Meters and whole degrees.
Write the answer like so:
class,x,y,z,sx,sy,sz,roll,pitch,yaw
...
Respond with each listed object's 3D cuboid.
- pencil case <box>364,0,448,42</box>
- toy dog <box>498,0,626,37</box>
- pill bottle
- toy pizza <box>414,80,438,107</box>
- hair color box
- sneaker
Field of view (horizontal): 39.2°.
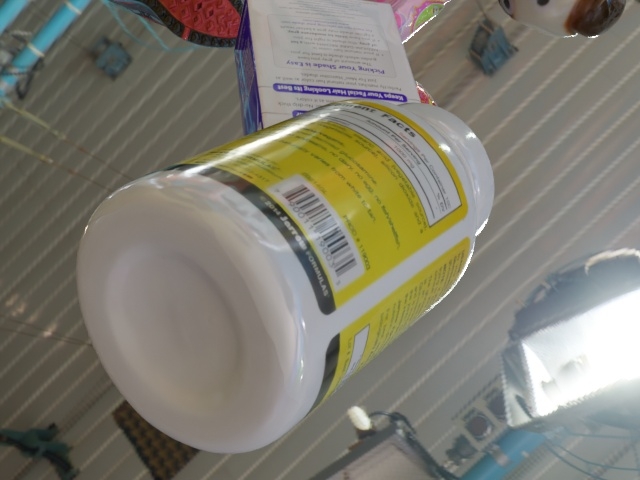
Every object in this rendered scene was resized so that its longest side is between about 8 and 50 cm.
class,x,y,z,sx,sy,sz,roll,pitch,yaw
pencil case,0.102,-0.375,1.497,0.284,0.124,0.124,-36,-115,13
toy dog,0.413,-0.521,1.400,0.284,0.395,0.408,31,-85,38
pill bottle,0.000,0.000,0.675,0.188,0.334,0.188,14,-63,31
toy pizza,0.158,-0.173,1.448,0.032,0.201,0.201,-17,-112,41
hair color box,0.011,-0.136,0.998,0.185,0.110,0.339,3,-134,-14
sneaker,-0.206,-0.348,1.269,0.262,0.125,0.104,28,-83,7
